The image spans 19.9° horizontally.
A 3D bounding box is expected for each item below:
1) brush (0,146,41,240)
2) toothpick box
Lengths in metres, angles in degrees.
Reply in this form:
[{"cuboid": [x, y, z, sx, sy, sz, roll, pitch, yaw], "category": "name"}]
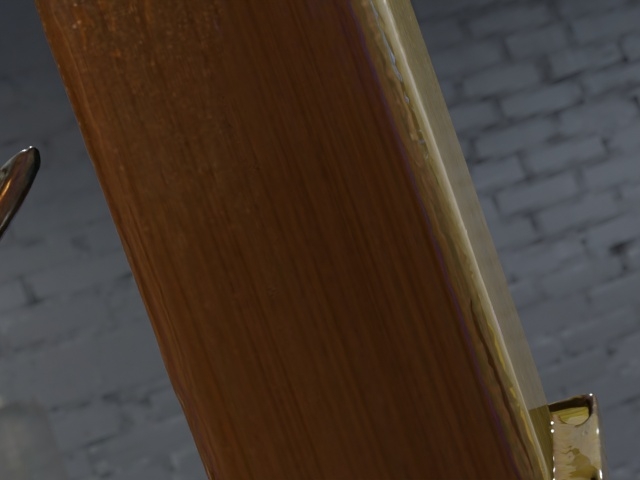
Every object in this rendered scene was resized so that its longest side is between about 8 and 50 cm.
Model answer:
[{"cuboid": [-0.178, 0.035, 0.813, 0.021, 0.070, 0.196, 24, -69, -29], "category": "brush"}, {"cuboid": [0.000, 0.000, 0.845, 0.190, 0.308, 0.187, -17, 9, 11], "category": "toothpick box"}]
